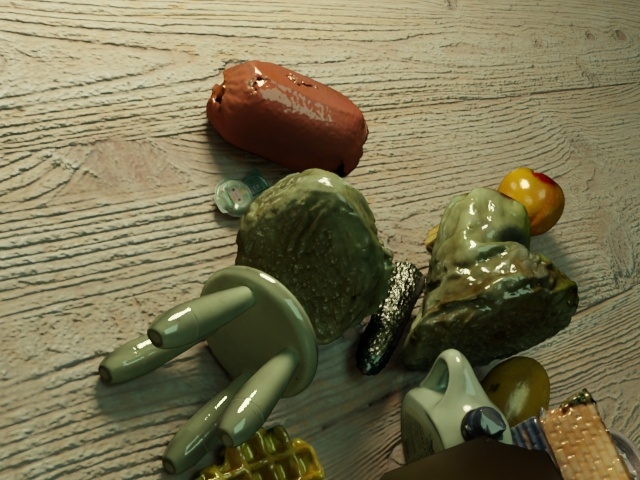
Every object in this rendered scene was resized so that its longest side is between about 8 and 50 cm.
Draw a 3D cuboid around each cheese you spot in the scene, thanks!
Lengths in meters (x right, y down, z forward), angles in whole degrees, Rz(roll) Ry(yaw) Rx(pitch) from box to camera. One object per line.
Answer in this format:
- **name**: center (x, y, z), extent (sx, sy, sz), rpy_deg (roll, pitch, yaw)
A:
- **cheese**: center (-0.122, -0.072, 1.450), extent (0.121, 0.026, 0.067), rpy_deg (-31, 87, -48)

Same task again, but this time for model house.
- **model house**: center (0.334, 0.341, 1.362), extent (0.172, 0.183, 0.166), rpy_deg (-18, 57, -6)

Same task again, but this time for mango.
- **mango**: center (0.299, 0.304, 1.522), extent (0.262, 0.109, 0.157), rpy_deg (-56, 137, -32)

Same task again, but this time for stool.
- **stool**: center (-0.132, 0.154, 1.176), extent (0.199, 0.195, 0.195), rpy_deg (-34, 89, -46)

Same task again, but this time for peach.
- **peach**: center (0.419, -0.075, 1.870), extent (0.138, 0.138, 0.138), rpy_deg (22, 52, -31)

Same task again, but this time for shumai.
- **shumai**: center (0.244, 0.052, 1.532), extent (0.304, 0.309, 0.263), rpy_deg (-17, 64, 0)
- **shumai**: center (0.000, 0.000, 1.387), extent (0.222, 0.225, 0.260), rpy_deg (-57, 146, -56)

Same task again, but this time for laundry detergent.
- **laundry detergent**: center (0.195, 0.268, 1.331), extent (0.105, 0.280, 0.214), rpy_deg (-6, 66, -10)

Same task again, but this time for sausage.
- **sausage**: center (-0.046, -0.191, 1.507), extent (0.280, 0.152, 0.152), rpy_deg (21, 52, -28)

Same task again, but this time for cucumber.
- **cucumber**: center (0.108, 0.135, 1.504), extent (0.067, 0.067, 0.245), rpy_deg (43, 45, -13)

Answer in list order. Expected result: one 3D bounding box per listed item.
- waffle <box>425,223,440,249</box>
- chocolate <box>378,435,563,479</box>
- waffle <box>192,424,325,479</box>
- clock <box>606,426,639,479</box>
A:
- **waffle**: center (0.277, 0.011, 1.703), extent (0.148, 0.102, 0.042), rpy_deg (34, 42, -21)
- **chocolate**: center (0.184, 0.460, 1.179), extent (0.326, 0.297, 0.314), rpy_deg (-23, 57, -6)
- **waffle**: center (-0.079, 0.343, 1.205), extent (0.229, 0.057, 0.219), rpy_deg (-8, 70, -44)
- **clock**: center (0.515, 0.438, 1.674), extent (0.197, 0.068, 0.196), rpy_deg (23, 51, -31)
